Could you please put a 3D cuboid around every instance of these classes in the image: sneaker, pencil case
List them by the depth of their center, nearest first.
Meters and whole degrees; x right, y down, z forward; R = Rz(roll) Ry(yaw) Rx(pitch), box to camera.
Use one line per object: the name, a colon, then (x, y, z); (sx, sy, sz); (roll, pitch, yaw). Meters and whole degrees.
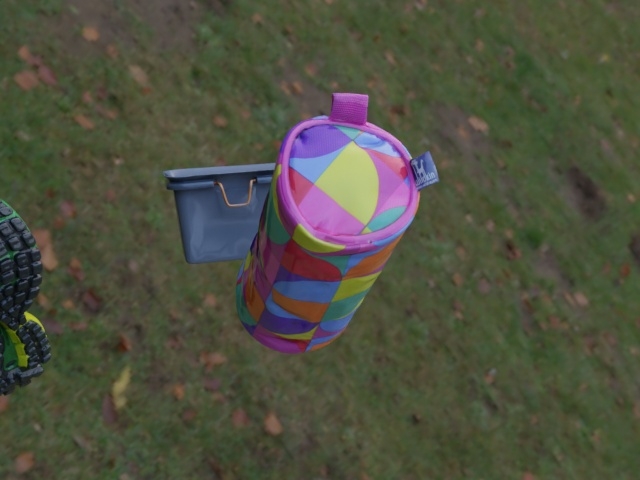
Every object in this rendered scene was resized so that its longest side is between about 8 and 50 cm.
pencil case: (0.000, 0.000, 0.814); (0.104, 0.236, 0.104); (5, 65, -11)
sneaker: (-0.423, 0.052, 1.410); (0.134, 0.343, 0.146); (-31, 62, -29)

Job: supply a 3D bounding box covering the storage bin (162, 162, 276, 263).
storage bin: (-0.084, -0.027, 1.168); (0.098, 0.135, 0.091); (-142, -133, -78)
